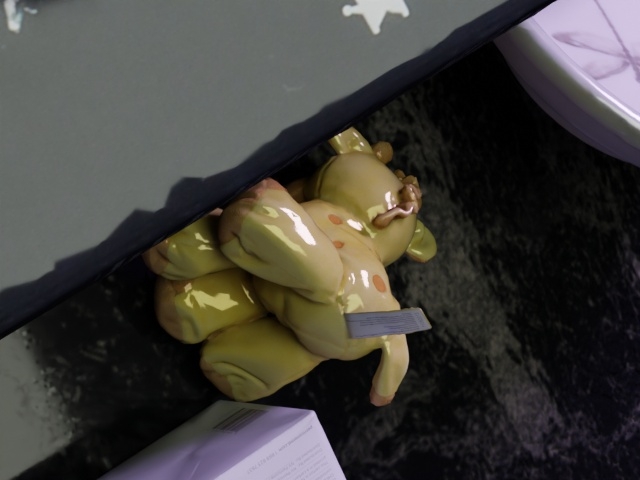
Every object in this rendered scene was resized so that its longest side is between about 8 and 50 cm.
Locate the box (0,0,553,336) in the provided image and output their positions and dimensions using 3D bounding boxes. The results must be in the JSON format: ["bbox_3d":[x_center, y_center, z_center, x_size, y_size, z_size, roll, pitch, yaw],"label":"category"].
[{"bbox_3d":[-0.187,-0.213,0.666,0.471,0.297,0.480,-33,95,-14],"label":"box"}]

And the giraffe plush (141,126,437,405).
[{"bbox_3d":[0.000,0.000,0.935,0.170,0.210,0.181,-63,151,-45],"label":"giraffe plush"}]

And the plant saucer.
[{"bbox_3d":[0.255,-0.170,1.078,0.400,0.100,0.400,19,45,-20],"label":"plant saucer"}]

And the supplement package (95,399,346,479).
[{"bbox_3d":[-0.038,0.249,0.894,0.134,0.139,0.244,-31,104,-29],"label":"supplement package"}]
